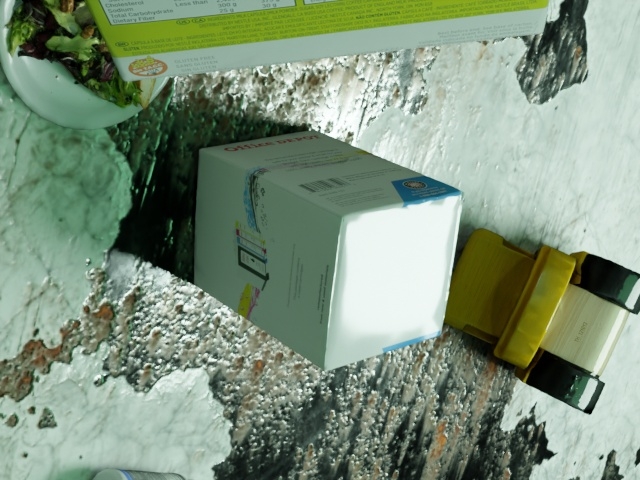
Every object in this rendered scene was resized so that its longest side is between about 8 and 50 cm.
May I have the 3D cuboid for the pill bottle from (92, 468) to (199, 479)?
[{"bbox_3d":[-0.188,0.298,1.244,0.137,0.078,0.078,17,96,-45],"label":"pill bottle"}]

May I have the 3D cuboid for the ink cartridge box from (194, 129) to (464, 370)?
[{"bbox_3d":[0.000,0.000,1.173,0.171,0.232,0.168,-13,118,-39],"label":"ink cartridge box"}]

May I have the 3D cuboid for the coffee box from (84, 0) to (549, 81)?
[{"bbox_3d":[-0.015,-0.351,0.775,0.334,0.338,0.338,76,9,-68],"label":"coffee box"}]

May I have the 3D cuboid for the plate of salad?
[{"bbox_3d":[-0.204,-0.198,1.032,0.200,0.048,0.200,-19,121,-35],"label":"plate of salad"}]

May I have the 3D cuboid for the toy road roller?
[{"bbox_3d":[0.296,0.092,1.545,0.202,0.240,0.329,-64,173,0],"label":"toy road roller"}]
